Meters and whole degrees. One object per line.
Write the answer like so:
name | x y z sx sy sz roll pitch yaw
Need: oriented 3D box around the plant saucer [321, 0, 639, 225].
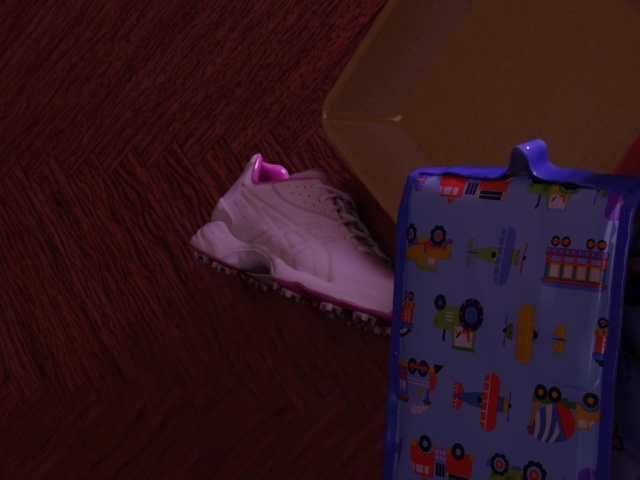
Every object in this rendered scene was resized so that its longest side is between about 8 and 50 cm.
plant saucer | 0.180 -0.136 1.169 0.333 0.081 0.333 -56 48 25

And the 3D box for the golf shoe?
golf shoe | 0.000 0.000 1.273 0.306 0.115 0.140 22 84 39

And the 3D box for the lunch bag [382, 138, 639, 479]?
lunch bag | 0.161 0.068 1.016 0.221 0.138 0.293 8 107 45

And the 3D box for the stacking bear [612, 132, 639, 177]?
stacking bear | 0.363 0.025 0.959 0.164 0.175 0.289 -46 59 13
